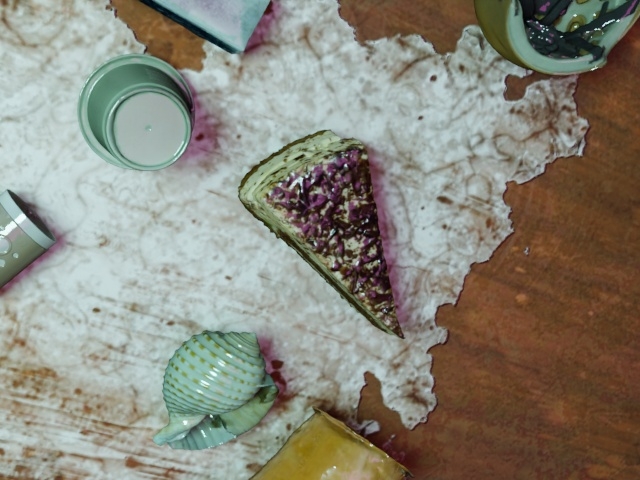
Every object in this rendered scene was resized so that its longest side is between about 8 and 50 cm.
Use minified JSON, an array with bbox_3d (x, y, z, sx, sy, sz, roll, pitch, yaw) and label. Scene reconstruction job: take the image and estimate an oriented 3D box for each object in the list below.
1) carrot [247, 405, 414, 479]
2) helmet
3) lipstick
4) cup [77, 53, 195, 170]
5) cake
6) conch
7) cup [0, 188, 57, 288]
[{"bbox_3d":[-0.035,0.321,0.967,0.196,0.196,0.254,41,81,-24],"label":"carrot"},{"bbox_3d":[0.256,-0.294,0.948,0.198,0.130,0.224,26,83,-26],"label":"helmet"},{"bbox_3d":[-0.190,-0.284,0.809,0.290,0.077,0.076,28,93,-23],"label":"lipstick"},{"bbox_3d":[-0.172,-0.119,0.823,0.120,0.141,0.120,-6,107,-20],"label":"cup"},{"bbox_3d":[-0.002,0.011,0.938,0.135,0.112,0.246,-18,112,-13],"label":"cake"},{"bbox_3d":[-0.115,0.162,0.936,0.135,0.102,0.153,29,125,-35],"label":"conch"},{"bbox_3d":[-0.333,-0.003,0.826,0.099,0.074,0.102,-42,113,-7],"label":"cup"}]
